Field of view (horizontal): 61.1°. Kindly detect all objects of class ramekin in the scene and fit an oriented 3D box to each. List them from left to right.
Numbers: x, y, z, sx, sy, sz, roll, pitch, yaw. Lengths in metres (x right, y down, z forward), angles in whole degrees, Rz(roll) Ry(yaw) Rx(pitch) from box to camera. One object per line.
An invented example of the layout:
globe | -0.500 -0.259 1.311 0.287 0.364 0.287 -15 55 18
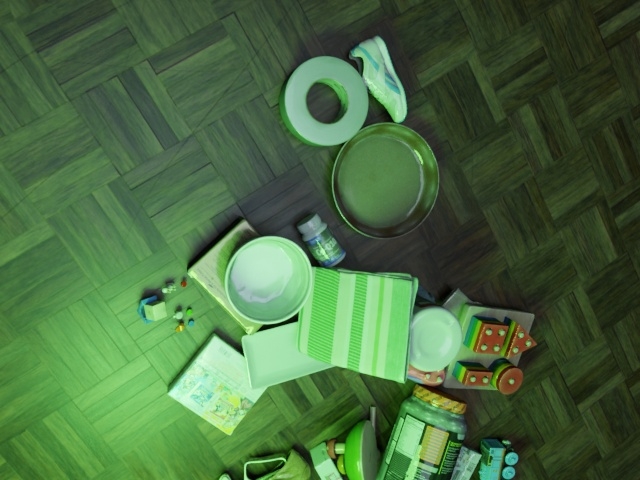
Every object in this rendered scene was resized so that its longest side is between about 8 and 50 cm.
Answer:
ramekin | -0.130 0.084 1.285 0.207 0.109 0.207 -2 99 -16

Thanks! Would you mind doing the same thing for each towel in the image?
towel | 0.078 0.190 1.331 0.038 0.325 0.247 10 86 -53

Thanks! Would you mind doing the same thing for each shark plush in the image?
shark plush | 0.304 0.194 1.509 0.073 0.161 0.067 -16 140 -5

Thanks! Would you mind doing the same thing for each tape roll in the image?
tape roll | 0.008 -0.350 1.380 0.219 0.072 0.219 -2 97 -16

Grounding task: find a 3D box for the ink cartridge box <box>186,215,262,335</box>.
ink cartridge box | -0.189 0.087 1.371 0.193 0.088 0.234 -43 107 -6

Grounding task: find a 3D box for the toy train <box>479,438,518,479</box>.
toy train | 0.543 0.706 1.683 0.105 0.080 0.184 6 98 -8

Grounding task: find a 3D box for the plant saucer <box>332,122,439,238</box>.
plant saucer | 0.172 -0.160 1.467 0.311 0.050 0.310 -3 99 -17

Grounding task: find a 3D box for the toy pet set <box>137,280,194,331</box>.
toy pet set | -0.388 0.170 1.349 0.114 0.065 0.122 -21 109 -49

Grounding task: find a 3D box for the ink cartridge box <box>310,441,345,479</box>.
ink cartridge box | 0.023 0.639 1.507 0.052 0.088 0.122 -27 104 -5

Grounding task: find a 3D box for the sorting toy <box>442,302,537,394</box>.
sorting toy | 0.508 0.329 1.580 0.256 0.089 0.257 10 102 -25

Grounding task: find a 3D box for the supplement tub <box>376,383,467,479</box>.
supplement tub | 0.288 0.578 1.517 0.194 0.193 0.316 23 85 -18

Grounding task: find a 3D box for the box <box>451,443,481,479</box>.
box | 0.380 0.676 1.647 0.186 0.038 0.145 28 89 -19

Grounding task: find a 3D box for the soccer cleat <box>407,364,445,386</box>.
soccer cleat | 0.232 0.356 1.542 0.248 0.095 0.083 19 60 -3

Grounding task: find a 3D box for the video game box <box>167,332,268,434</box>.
video game box | -0.258 0.373 1.410 0.205 0.048 0.187 41 81 -18

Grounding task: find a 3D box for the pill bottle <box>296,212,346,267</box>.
pill bottle | 0.000 0.000 1.421 0.078 0.078 0.137 -37 106 -9

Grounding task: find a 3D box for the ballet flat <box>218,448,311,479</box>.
ballet flat | -0.193 0.660 1.445 0.342 0.116 0.124 -23 83 -13

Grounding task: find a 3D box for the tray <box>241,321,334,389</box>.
tray | -0.073 0.290 1.439 0.270 0.030 0.145 -11 93 -25

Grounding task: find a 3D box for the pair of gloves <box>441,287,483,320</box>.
pair of gloves | 0.392 0.274 1.595 0.204 0.042 0.240 34 92 -23

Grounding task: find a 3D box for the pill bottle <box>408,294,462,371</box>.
pill bottle | 0.227 0.218 1.410 0.161 0.283 0.161 -2 98 -17

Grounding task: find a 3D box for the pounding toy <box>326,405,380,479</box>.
pounding toy | 0.087 0.575 1.478 0.110 0.237 0.182 -6 94 17

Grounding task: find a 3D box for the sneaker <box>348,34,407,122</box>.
sneaker | 0.153 -0.409 1.415 0.092 0.087 0.228 -26 97 -5
